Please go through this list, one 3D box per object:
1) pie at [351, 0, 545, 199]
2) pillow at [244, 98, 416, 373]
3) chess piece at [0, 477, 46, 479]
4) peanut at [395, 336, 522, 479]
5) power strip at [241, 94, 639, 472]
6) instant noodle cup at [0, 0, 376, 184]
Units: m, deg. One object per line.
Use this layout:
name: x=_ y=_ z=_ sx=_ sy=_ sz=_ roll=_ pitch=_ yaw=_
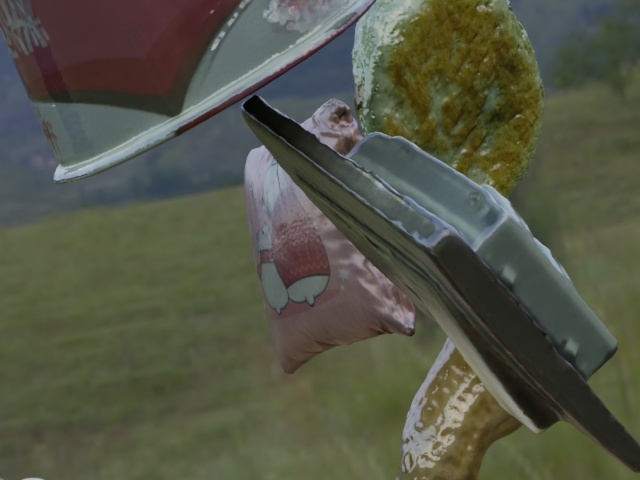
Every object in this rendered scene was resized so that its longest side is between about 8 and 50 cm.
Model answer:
pie: x=0.133 y=-0.144 z=2.098 sx=0.070 sy=0.323 sz=0.323 roll=5 pitch=7 yaw=41
pillow: x=0.000 y=0.000 z=1.780 sx=0.084 sy=0.223 sz=0.236 roll=-9 pitch=-6 yaw=-27
chess piece: x=-0.167 y=0.271 z=1.689 sx=0.251 sy=0.144 sz=0.144 roll=-3 pitch=-6 yaw=-1
peanut: x=0.145 y=0.160 z=1.885 sx=0.108 sy=0.226 sz=0.095 roll=26 pitch=-17 yaw=18
power strip: x=0.090 y=0.011 z=1.220 sx=0.092 sy=0.257 sz=0.251 roll=-42 pitch=37 yaw=0
instant noodle cup: x=-0.105 y=-0.166 z=1.187 sx=0.235 sy=0.178 sz=0.235 roll=-30 pitch=11 yaw=6
